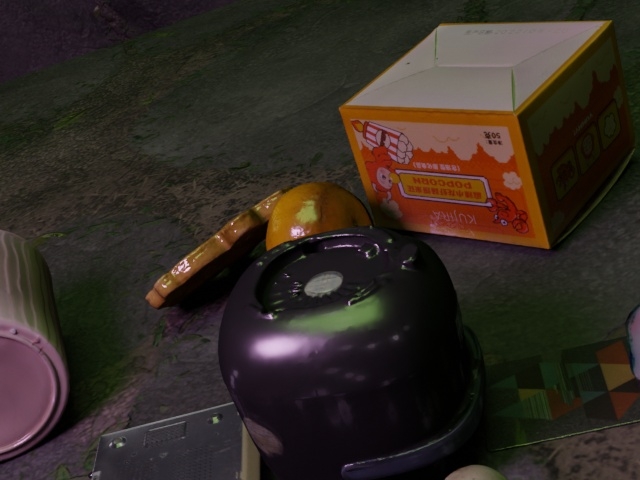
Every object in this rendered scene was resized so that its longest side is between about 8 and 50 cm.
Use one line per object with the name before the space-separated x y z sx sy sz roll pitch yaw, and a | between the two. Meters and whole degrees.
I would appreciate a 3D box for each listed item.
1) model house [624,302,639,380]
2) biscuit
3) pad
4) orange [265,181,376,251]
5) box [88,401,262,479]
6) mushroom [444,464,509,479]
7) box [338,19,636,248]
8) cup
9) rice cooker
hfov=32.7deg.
model house | 0.365 0.082 1.079 0.088 0.100 0.100 13 36 41
biscuit | -0.135 0.012 1.491 0.249 0.035 0.184 -38 -7 -12
pad | 0.268 0.151 1.123 0.211 0.003 0.143 -14 28 9
orange | 0.000 0.000 1.414 0.134 0.156 0.156 -21 20 43
box | -0.156 0.273 1.121 0.211 0.045 0.270 -14 28 6
mushroom | 0.135 0.246 0.976 0.085 0.085 0.079 -36 -2 -29
box | 0.229 -0.146 1.463 0.284 0.213 0.259 8 41 42
cup | -0.463 0.142 1.375 0.288 0.208 0.273 -23 29 -11
rice cooker | 0.033 0.116 1.096 0.267 0.224 0.267 -13 27 7
